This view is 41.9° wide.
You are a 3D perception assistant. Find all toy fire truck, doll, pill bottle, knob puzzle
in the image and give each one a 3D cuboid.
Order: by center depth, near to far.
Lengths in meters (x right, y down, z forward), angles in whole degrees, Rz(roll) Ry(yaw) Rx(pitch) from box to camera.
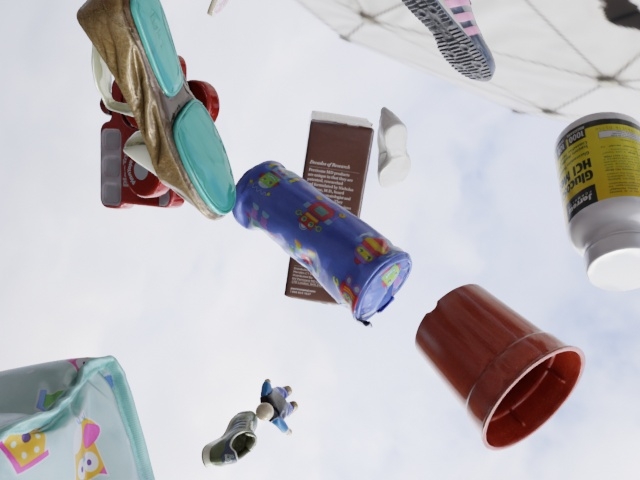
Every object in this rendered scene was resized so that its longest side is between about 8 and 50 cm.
[{"bbox_3d":[-0.142,-0.458,1.442,0.213,0.030,0.213,-62,-174,12],"label":"knob puzzle"},{"bbox_3d":[-0.341,-0.206,1.628,0.254,0.169,0.302,5,-81,34],"label":"toy fire truck"},{"bbox_3d":[0.570,-0.077,1.641,0.188,0.188,0.333,-42,-146,42],"label":"pill bottle"},{"bbox_3d":[-0.092,0.356,1.785,0.046,0.189,0.129,-24,-100,10],"label":"doll"}]

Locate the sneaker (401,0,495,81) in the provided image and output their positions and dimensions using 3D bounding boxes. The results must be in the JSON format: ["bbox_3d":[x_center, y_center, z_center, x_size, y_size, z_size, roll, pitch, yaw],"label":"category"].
[{"bbox_3d":[0.287,-0.469,1.732,0.112,0.319,0.131,9,-118,48],"label":"sneaker"}]

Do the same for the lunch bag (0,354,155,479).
[{"bbox_3d":[-0.198,0.218,0.477,0.160,0.224,0.262,-53,128,-73],"label":"lunch bag"}]

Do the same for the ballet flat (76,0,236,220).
[{"bbox_3d":[-0.224,-0.174,1.111,0.124,0.342,0.116,-5,-144,25],"label":"ballet flat"}]

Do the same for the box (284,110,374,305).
[{"bbox_3d":[0.015,-0.073,1.784,0.191,0.143,0.381,-91,-169,-76],"label":"box"}]

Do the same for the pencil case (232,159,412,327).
[{"bbox_3d":[0.000,0.000,1.261,0.306,0.119,0.133,38,-27,30],"label":"pencil case"}]

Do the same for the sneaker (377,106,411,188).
[{"bbox_3d":[0.164,-0.220,1.970,0.212,0.080,0.094,90,-19,-47],"label":"sneaker"}]

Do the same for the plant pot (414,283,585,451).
[{"bbox_3d":[0.352,0.244,1.736,0.265,0.272,0.272,45,-63,38],"label":"plant pot"}]

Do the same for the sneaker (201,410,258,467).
[{"bbox_3d":[-0.163,0.416,1.754,0.086,0.192,0.064,-10,-78,29],"label":"sneaker"}]
